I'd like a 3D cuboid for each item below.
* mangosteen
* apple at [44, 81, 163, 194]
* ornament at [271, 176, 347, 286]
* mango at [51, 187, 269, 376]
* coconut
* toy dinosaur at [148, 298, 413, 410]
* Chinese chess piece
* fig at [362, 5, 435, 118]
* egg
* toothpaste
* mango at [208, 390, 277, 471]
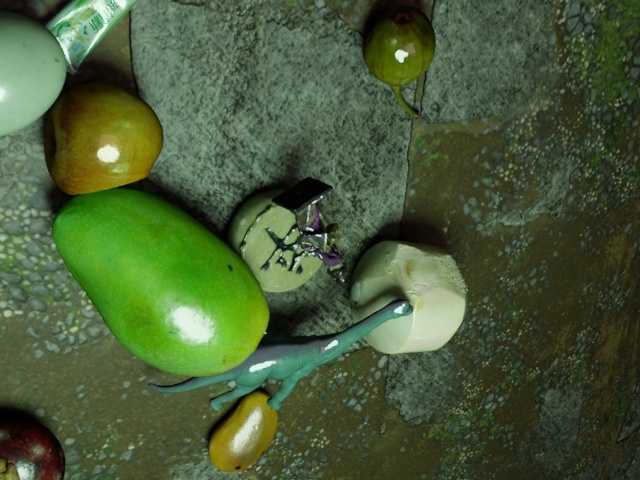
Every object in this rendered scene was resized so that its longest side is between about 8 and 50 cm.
[{"bbox_3d":[-0.507,0.386,1.009,0.199,0.200,0.200,-13,121,-23],"label":"mangosteen"},{"bbox_3d":[-0.303,-0.138,0.882,0.147,0.146,0.163,1,112,-35],"label":"apple"},{"bbox_3d":[-0.005,-0.005,1.067,0.088,0.081,0.203,-35,128,-16],"label":"ornament"},{"bbox_3d":[-0.247,0.069,0.983,0.225,0.201,0.382,-46,116,1],"label":"mango"},{"bbox_3d":[0.162,0.109,1.222,0.241,0.241,0.241,-13,121,-23],"label":"coconut"},{"bbox_3d":[-0.068,0.183,1.095,0.383,0.130,0.331,2,146,-32],"label":"toy dinosaur"},{"bbox_3d":[-0.075,0.001,1.122,0.188,0.083,0.189,-12,116,-26],"label":"Chinese chess piece"},{"bbox_3d":[0.143,-0.296,1.093,0.124,0.124,0.236,-37,151,-8],"label":"fig"},{"bbox_3d":[-0.414,-0.206,0.777,0.192,0.149,0.149,-28,125,-20],"label":"egg"},{"bbox_3d":[-0.265,-0.354,0.852,0.297,0.048,0.075,-44,131,3],"label":"toothpaste"},{"bbox_3d":[-0.153,0.395,1.285,0.178,0.090,0.115,-50,121,-8],"label":"mango"}]
